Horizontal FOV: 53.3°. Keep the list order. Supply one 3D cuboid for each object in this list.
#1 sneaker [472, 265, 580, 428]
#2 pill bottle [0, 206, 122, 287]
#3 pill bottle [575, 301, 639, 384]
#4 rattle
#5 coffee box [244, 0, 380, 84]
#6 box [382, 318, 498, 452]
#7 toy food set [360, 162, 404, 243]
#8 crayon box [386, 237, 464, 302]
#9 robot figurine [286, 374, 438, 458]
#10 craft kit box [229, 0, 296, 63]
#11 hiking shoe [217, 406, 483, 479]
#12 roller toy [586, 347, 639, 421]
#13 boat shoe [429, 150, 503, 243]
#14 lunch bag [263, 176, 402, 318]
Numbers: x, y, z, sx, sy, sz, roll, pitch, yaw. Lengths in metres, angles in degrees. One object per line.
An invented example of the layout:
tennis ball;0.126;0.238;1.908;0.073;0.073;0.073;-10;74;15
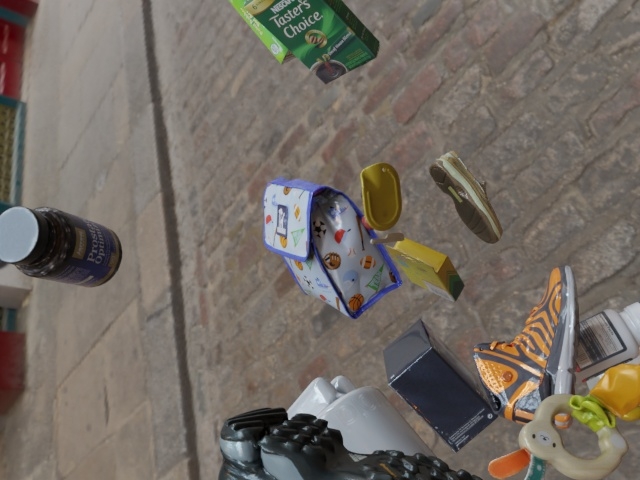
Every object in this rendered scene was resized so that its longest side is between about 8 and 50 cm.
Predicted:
sneaker;0.377;0.180;1.176;0.180;0.124;0.321;1;51;27
pill bottle;-0.455;0.011;1.111;0.123;0.219;0.122;-3;79;15
pill bottle;0.558;0.198;1.253;0.180;0.108;0.108;-29;52;14
rattle;0.334;0.254;0.843;0.142;0.200;0.130;123;135;-57
coffee box;-0.012;-0.322;0.955;0.113;0.184;0.040;-17;47;41
box;0.358;0.433;1.963;0.183;0.294;0.296;-44;6;8
toy food set;0.146;-0.097;1.678;0.071;0.128;0.217;12;112;54
crayon box;0.379;0.094;2.278;0.202;0.318;0.081;26;78;34
robot figurine;0.089;0.396;1.093;0.353;0.300;0.199;47;112;28
craft kit box;-0.093;-0.500;1.181;0.249;0.061;0.246;52;145;4
hiking shoe;0.045;0.244;0.525;0.304;0.113;0.132;16;98;28
roller toy;0.787;0.339;1.637;0.191;0.146;0.209;-27;49;-9
boat shoe;0.286;-0.085;1.185;0.072;0.190;0.068;-38;6;-23
lunch bag;0.000;0.000;1.830;0.239;0.385;0.328;-36;24;-18
